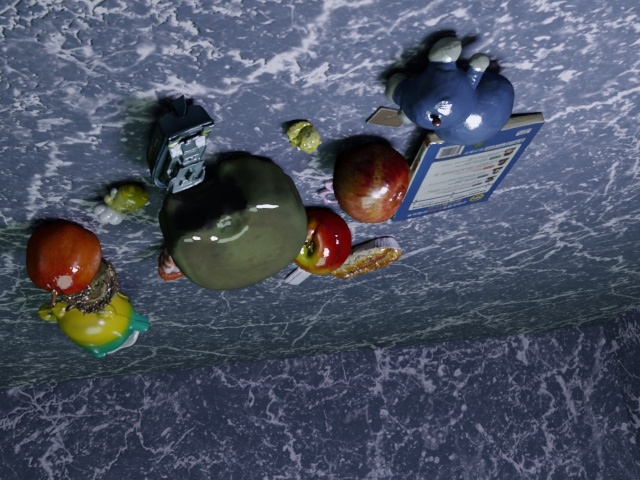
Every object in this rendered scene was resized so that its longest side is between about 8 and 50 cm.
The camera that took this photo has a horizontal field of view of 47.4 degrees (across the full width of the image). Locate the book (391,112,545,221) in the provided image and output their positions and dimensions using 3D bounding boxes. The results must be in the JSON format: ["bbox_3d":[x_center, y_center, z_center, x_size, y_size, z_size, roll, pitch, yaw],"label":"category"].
[{"bbox_3d":[0.356,-0.175,1.853,0.300,0.039,0.428,-13,159,-13],"label":"book"}]

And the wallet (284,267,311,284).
[{"bbox_3d":[-0.076,0.122,2.519,0.061,0.025,0.122,10,153,-25],"label":"wallet"}]

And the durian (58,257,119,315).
[{"bbox_3d":[-0.686,0.136,2.116,0.196,0.167,0.196,-11,125,-16],"label":"durian"}]

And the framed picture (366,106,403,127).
[{"bbox_3d":[0.154,-0.273,1.618,0.089,0.007,0.066,3,156,-28],"label":"framed picture"}]

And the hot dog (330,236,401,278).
[{"bbox_3d":[0.144,0.062,2.378,0.268,0.075,0.144,-27,150,34],"label":"hot dog"}]

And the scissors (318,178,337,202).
[{"bbox_3d":[0.103,-0.126,1.927,0.212,0.021,0.110,5,149,-16],"label":"scissors"}]

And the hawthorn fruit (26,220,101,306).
[{"bbox_3d":[-0.669,0.066,1.881,0.196,0.226,0.196,2,151,1],"label":"hawthorn fruit"}]

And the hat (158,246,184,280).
[{"bbox_3d":[-0.413,0.037,2.092,0.112,0.094,0.162,-27,163,-31],"label":"hat"}]

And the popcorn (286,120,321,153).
[{"bbox_3d":[-0.035,-0.229,1.595,0.083,0.060,0.068,34,168,-28],"label":"popcorn"}]

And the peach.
[{"bbox_3d":[0.000,0.000,2.037,0.197,0.197,0.197,-7,159,-3],"label":"peach"}]

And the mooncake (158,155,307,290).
[{"bbox_3d":[-0.204,-0.040,1.761,0.351,0.187,0.351,-16,144,-12],"label":"mooncake"}]

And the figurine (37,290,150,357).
[{"bbox_3d":[-0.717,0.254,2.342,0.323,0.232,0.340,3,163,4],"label":"figurine"}]

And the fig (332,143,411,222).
[{"bbox_3d":[0.113,-0.142,1.725,0.205,0.205,0.205,-7,159,-3],"label":"fig"}]

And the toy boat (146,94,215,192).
[{"bbox_3d":[-0.301,-0.177,1.539,0.114,0.122,0.296,-25,170,-26],"label":"toy boat"}]

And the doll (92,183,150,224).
[{"bbox_3d":[-0.485,-0.088,1.775,0.106,0.062,0.162,19,147,-42],"label":"doll"}]

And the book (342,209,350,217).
[{"bbox_3d":[0.106,-0.104,2.015,0.103,0.017,0.135,-13,156,11],"label":"book"}]

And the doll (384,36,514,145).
[{"bbox_3d":[0.277,-0.285,1.471,0.258,0.154,0.228,2,154,-43],"label":"doll"}]
